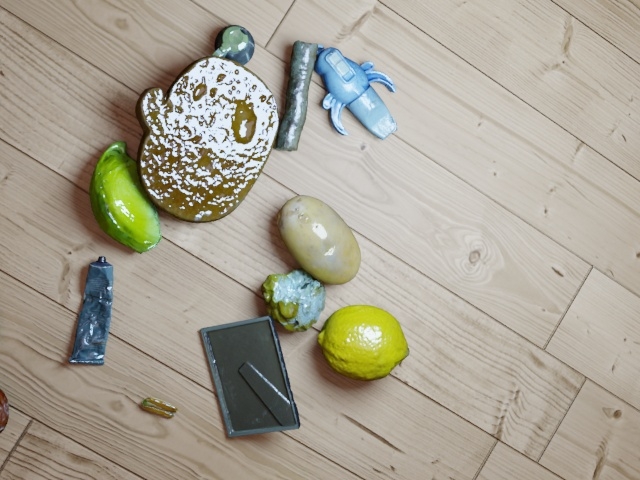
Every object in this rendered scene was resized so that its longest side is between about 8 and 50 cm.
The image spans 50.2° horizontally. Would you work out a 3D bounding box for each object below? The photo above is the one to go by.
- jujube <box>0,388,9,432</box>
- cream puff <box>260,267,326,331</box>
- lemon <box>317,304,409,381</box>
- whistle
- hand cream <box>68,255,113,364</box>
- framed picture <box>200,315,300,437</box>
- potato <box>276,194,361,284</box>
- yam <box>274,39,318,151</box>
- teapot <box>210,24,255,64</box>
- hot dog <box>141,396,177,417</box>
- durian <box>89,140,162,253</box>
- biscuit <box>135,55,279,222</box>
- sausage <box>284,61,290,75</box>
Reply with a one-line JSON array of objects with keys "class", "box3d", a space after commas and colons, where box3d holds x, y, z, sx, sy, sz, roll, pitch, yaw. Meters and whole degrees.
[{"class": "jujube", "box3d": [-0.769, 0.333, 1.450, 0.168, 0.168, 0.236, -37, 85, -6]}, {"class": "cream puff", "box3d": [-0.067, 0.133, 1.569, 0.156, 0.156, 0.121, 4, 133, -8]}, {"class": "lemon", "box3d": [0.095, 0.234, 1.563, 0.193, 0.180, 0.181, -16, 94, -8]}, {"class": "whistle", "box3d": [0.078, -0.348, 1.592, 0.180, 0.093, 0.269, -42, 103, -11]}, {"class": "hand cream", "box3d": [-0.507, 0.158, 1.532, 0.075, 0.052, 0.248, 9, 90, -8]}, {"class": "framed picture", "box3d": [-0.160, 0.313, 1.556, 0.192, 0.018, 0.265, -12, 94, 24]}, {"class": "potato", "box3d": [0.000, 0.000, 1.549, 0.234, 0.146, 0.150, 45, 74, -7]}, {"class": "yam", "box3d": [-0.054, -0.326, 1.563, 0.061, 0.061, 0.253, 10, 100, -8]}, {"class": "teapot", "box3d": [-0.199, -0.431, 1.542, 0.092, 0.091, 0.124, 19, 88, -7]}, {"class": "hot dog", "box3d": [-0.370, 0.383, 1.574, 0.083, 0.021, 0.037, 26, 108, -11]}, {"class": "durian", "box3d": [-0.439, -0.089, 1.516, 0.139, 0.101, 0.250, -30, 97, -42]}, {"class": "biscuit", "box3d": [-0.264, -0.226, 1.509, 0.314, 0.063, 0.367, 28, 90, -24]}, {"class": "sausage", "box3d": [-0.048, -0.418, 1.593, 0.034, 0.034, 0.083, 43, 88, -7]}]
